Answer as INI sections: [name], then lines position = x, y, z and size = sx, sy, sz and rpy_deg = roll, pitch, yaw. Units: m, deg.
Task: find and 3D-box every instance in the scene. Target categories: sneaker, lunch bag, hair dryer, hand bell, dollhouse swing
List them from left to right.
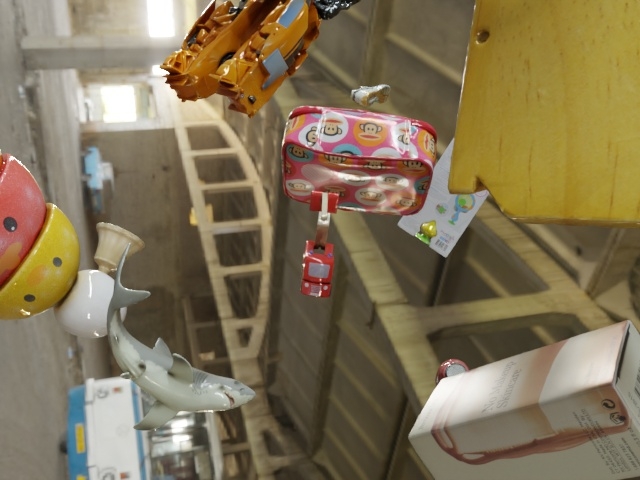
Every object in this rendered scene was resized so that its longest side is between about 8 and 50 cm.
[hand bell]
position = -0.526, 0.092, 1.657
size = 0.126, 0.126, 0.242
rpy_deg = 127, -14, -68
[lunch bag]
position = 0.071, -0.136, 1.364
size = 0.258, 0.293, 0.120
rpy_deg = 94, 5, -62
[sneaker]
position = 0.080, -0.236, 1.114
size = 0.037, 0.083, 0.032
rpy_deg = 27, -61, 28
[hair dryer]
position = 0.312, 0.388, 1.621
size = 0.293, 0.080, 0.223
rpy_deg = -91, 180, -72
[dollhouse swing]
position = 0.366, -0.137, 0.700
size = 0.347, 0.305, 0.315
rpy_deg = 4, -99, 38

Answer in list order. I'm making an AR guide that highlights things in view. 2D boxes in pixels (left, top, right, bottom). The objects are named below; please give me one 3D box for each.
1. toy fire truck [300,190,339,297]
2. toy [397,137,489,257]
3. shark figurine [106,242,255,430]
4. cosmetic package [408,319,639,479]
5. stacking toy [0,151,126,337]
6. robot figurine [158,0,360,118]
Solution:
[toy fire truck]
position = 0.000, 0.000, 1.095
size = 0.192, 0.047, 0.135
rpy_deg = -92, -170, -76
[toy]
position = 0.297, -0.095, 1.585
size = 0.237, 0.137, 0.056
rpy_deg = -57, 162, 7
[shark figurine]
position = -0.236, 0.151, 0.984
size = 0.278, 0.166, 0.116
rpy_deg = 54, 13, -27
[cosmetic package]
position = 0.283, 0.230, 0.908
size = 0.296, 0.153, 0.129
rpy_deg = -30, -81, 37
[stacking toy]
position = -0.508, 0.007, 1.123
size = 0.351, 0.480, 0.350
rpy_deg = -33, -143, 29
[robot figurine]
position = -0.063, -0.289, 0.879
size = 0.211, 0.291, 0.085
rpy_deg = 20, -20, 39
